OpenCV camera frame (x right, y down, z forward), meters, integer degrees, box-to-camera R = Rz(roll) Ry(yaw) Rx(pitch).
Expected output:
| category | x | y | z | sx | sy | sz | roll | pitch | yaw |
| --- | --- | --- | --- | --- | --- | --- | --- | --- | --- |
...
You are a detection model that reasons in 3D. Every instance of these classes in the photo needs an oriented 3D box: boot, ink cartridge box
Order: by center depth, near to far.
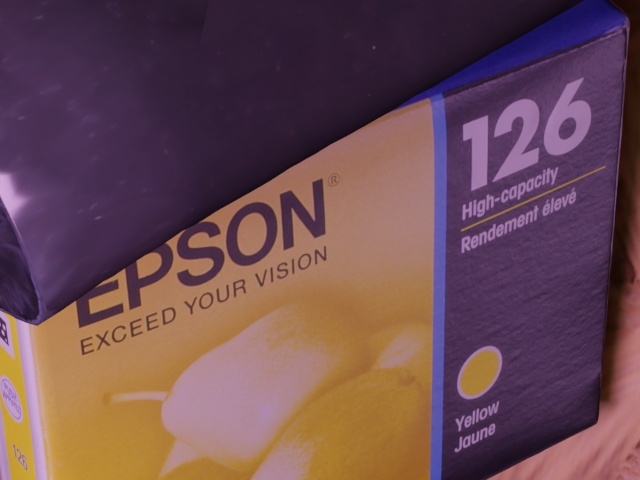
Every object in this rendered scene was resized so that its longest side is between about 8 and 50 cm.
| category | x | y | z | sx | sy | sz | roll | pitch | yaw |
| --- | --- | --- | --- | --- | --- | --- | --- | --- | --- |
| boot | 0.074 | -0.090 | 0.686 | 0.367 | 0.445 | 0.146 | 51 | 146 | 24 |
| ink cartridge box | 0.000 | 0.000 | 0.838 | 0.072 | 0.303 | 0.307 | 39 | 140 | 43 |

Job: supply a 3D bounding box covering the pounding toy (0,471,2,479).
| category | x | y | z | sx | sy | sz | roll | pitch | yaw |
| --- | --- | --- | --- | --- | --- | --- | --- | --- | --- |
| pounding toy | -0.257 | 0.134 | 1.163 | 0.100 | 0.130 | 0.141 | 11 | 111 | 27 |
